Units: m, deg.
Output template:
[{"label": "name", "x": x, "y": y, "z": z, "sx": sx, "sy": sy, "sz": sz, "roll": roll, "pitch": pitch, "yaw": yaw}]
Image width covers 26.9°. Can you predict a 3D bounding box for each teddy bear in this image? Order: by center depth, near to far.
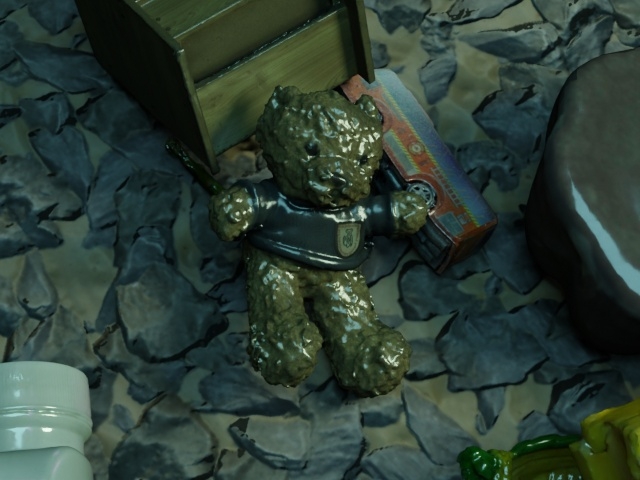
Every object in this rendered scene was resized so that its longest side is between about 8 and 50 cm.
[{"label": "teddy bear", "x": -0.011, "y": 0.001, "z": 1.105, "sx": 0.182, "sy": 0.129, "sz": 0.251, "roll": 2, "pitch": 93, "yaw": -31}]

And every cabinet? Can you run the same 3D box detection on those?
[{"label": "cabinet", "x": -0.089, "y": -0.195, "z": 1.155, "sx": 0.174, "sy": 0.148, "sz": 0.215, "roll": -33, "pitch": 50, "yaw": -17}]

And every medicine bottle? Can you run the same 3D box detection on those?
[{"label": "medicine bottle", "x": -0.211, "y": 0.242, "z": 0.963, "sx": 0.111, "sy": 0.161, "sz": 0.296, "roll": -6, "pitch": 64, "yaw": -8}]

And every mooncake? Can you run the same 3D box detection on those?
[{"label": "mooncake", "x": 0.323, "y": -0.026, "z": 1.132, "sx": 0.306, "sy": 0.154, "sz": 0.306, "roll": 1, "pitch": 65, "yaw": -3}]

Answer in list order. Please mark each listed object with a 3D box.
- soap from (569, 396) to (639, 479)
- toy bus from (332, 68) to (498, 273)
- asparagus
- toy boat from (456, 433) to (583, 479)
[{"label": "soap", "x": 0.338, "y": 0.245, "z": 0.975, "sx": 0.204, "sy": 0.096, "sz": 0.324, "roll": -24, "pitch": 94, "yaw": -12}, {"label": "toy bus", "x": 0.077, "y": -0.065, "z": 1.183, "sx": 0.077, "sy": 0.065, "sz": 0.192, "roll": -23, "pitch": 69, "yaw": -26}, {"label": "asparagus", "x": -0.092, "y": -0.046, "z": 1.184, "sx": 0.127, "sy": 0.018, "sz": 0.015, "roll": 42, "pitch": 34, "yaw": 14}, {"label": "toy boat", "x": 0.217, "y": 0.195, "z": 1.056, "sx": 0.229, "sy": 0.088, "sz": 0.089, "roll": 5, "pitch": 66, "yaw": -3}]
